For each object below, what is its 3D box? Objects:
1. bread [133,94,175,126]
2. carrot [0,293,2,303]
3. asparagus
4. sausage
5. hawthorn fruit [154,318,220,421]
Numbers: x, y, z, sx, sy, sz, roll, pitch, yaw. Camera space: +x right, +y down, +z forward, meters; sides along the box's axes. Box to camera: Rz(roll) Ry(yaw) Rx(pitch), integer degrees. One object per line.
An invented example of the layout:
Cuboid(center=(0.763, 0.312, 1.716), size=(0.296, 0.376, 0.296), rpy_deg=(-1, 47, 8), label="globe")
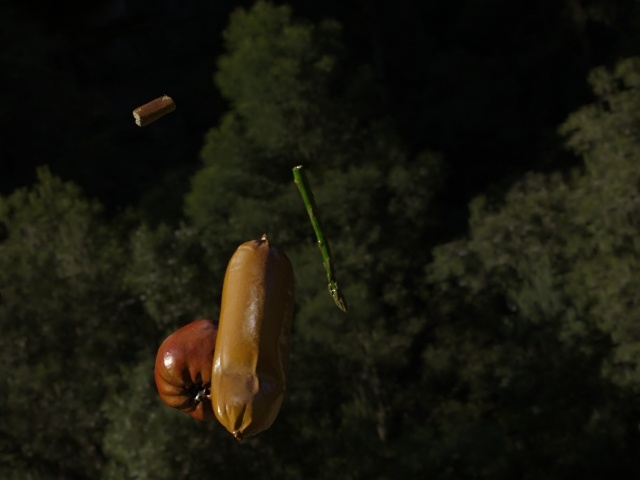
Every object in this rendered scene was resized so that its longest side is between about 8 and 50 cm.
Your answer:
Cuboid(center=(-0.328, -0.256, 2.360), size=(0.083, 0.036, 0.047), rpy_deg=(-31, 37, -22), label="bread")
Cuboid(center=(-0.634, 0.146, 2.168), size=(0.059, 0.059, 0.248), rpy_deg=(-22, -14, -41), label="carrot")
Cuboid(center=(0.000, 0.000, 1.249), size=(0.016, 0.162, 0.016), rpy_deg=(-16, 8, 6), label="asparagus")
Cuboid(center=(-0.052, 0.075, 0.925), size=(0.062, 0.183, 0.054), rpy_deg=(11, -32, -14), label="sausage")
Cuboid(center=(-0.149, 0.156, 1.482), size=(0.125, 0.125, 0.140), rpy_deg=(-19, 46, -18), label="hawthorn fruit")
